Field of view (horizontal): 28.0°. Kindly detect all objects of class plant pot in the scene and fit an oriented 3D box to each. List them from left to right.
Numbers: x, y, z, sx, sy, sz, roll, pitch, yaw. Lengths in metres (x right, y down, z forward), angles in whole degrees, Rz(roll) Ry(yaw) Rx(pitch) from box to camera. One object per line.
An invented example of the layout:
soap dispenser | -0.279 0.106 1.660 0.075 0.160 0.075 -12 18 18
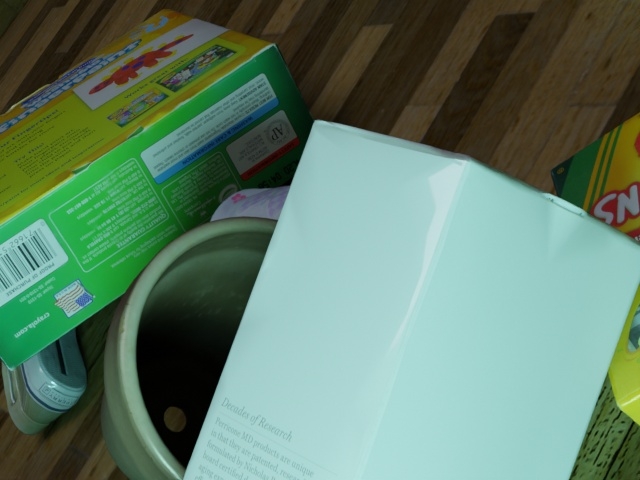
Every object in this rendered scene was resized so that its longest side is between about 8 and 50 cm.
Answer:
plant pot | -0.093 0.135 1.152 0.229 0.263 0.263 -33 30 56

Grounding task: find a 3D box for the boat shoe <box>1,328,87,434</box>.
boat shoe | -0.368 0.119 1.634 0.094 0.109 0.302 -45 33 16

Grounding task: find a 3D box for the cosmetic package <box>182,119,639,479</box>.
cosmetic package | 0.048 0.137 0.855 0.156 0.217 0.385 17 85 47

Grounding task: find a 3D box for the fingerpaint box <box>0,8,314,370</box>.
fingerpaint box | -0.271 -0.083 1.559 0.445 0.163 0.371 -36 28 -14

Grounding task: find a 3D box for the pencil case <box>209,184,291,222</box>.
pencil case | 0.000 0.000 1.275 0.124 0.113 0.273 -42 24 -29

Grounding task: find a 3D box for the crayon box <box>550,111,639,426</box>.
crayon box | 0.292 0.012 0.916 0.202 0.081 0.318 -35 34 23
